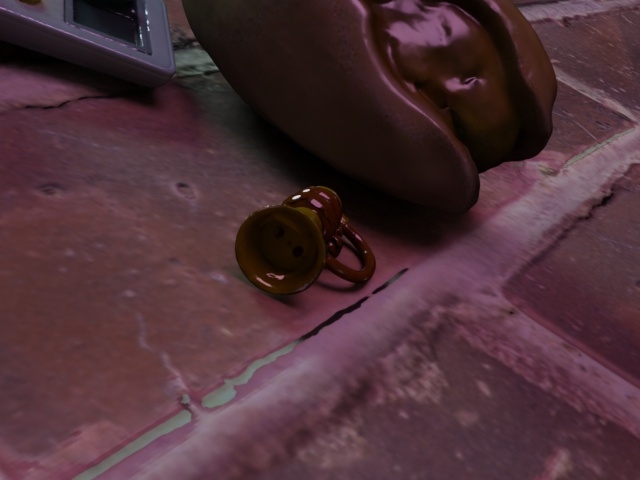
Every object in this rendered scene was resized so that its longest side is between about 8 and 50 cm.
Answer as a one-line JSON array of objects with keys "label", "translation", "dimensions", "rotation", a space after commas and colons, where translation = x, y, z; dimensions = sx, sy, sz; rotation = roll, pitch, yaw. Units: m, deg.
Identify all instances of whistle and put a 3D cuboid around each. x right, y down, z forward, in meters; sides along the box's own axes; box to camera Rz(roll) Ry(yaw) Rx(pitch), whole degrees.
[{"label": "whistle", "translation": [0.001, -0.004, 0.560], "dimensions": [0.057, 0.046, 0.109], "rotation": [17, 17, 14]}]

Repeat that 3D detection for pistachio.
[{"label": "pistachio", "translation": [0.020, -0.130, 0.700], "dimensions": [0.166, 0.197, 0.288], "rotation": [-34, 67, -12]}]

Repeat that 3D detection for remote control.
[{"label": "remote control", "translation": [-0.229, -0.160, 0.627], "dimensions": [0.293, 0.051, 0.103], "rotation": [15, 34, -24]}]
